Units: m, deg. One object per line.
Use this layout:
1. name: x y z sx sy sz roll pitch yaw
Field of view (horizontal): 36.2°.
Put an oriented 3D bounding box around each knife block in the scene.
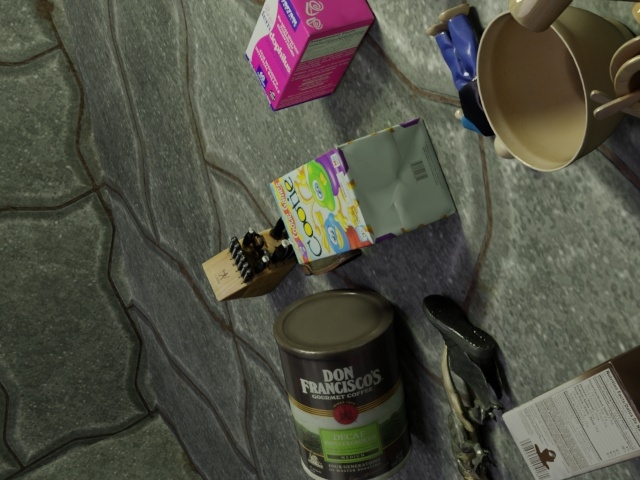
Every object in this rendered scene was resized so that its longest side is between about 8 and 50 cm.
1. knife block: -0.101 0.031 1.973 0.275 0.242 0.088 0 -117 -66

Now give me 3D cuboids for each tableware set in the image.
1. tableware set: 0.322 -0.104 0.778 0.128 0.194 0.039 114 175 -60

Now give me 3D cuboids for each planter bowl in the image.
1. planter bowl: 0.247 -0.160 0.966 0.162 0.109 0.162 47 149 41

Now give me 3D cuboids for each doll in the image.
1. doll: 0.189 -0.182 1.157 0.189 0.046 0.129 66 158 6

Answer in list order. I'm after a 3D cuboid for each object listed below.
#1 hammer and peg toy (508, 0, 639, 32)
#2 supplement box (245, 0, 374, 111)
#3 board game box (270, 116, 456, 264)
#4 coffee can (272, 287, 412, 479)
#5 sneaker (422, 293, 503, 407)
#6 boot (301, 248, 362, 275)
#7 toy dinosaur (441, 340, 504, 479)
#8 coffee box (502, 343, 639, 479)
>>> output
1. hammer and peg toy: 0.184 -0.330 0.802 0.127 0.266 0.361 -50 61 40
2. supplement box: -0.021 -0.300 1.441 0.111 0.114 0.220 64 155 14
3. board game box: 0.053 -0.064 1.440 0.275 0.142 0.144 -19 92 67
4. coffee can: 0.043 0.248 1.662 0.201 0.201 0.275 33 139 55
5. sneaker: 0.202 0.157 1.417 0.170 0.051 0.089 41 141 42
6. boot: 0.000 0.000 1.695 0.106 0.082 0.219 67 159 -2
7. toy dinosaur: 0.224 0.278 1.468 0.118 0.064 0.268 -155 51 -68
8. coffee box: 0.323 0.179 1.054 0.098 0.141 0.246 63 156 13
